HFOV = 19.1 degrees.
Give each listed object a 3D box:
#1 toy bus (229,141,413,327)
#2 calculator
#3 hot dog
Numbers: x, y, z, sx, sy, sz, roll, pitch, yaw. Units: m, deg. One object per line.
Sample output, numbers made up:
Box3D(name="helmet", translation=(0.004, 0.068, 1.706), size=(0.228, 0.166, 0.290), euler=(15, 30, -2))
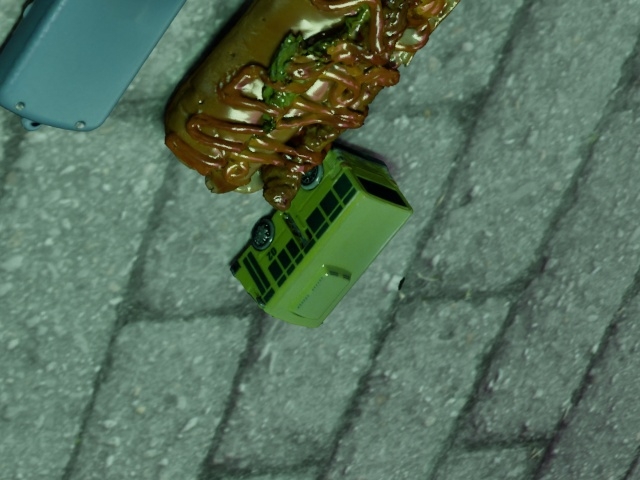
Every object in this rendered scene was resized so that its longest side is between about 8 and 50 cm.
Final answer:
Box3D(name="toy bus", translation=(0.000, 0.000, 1.846), size=(0.088, 0.101, 0.175), euler=(18, 119, -43))
Box3D(name="calculator", translation=(-0.195, -0.174, 1.597), size=(0.121, 0.039, 0.210), euler=(17, 119, -40))
Box3D(name="hot dog", translation=(0.009, -0.171, 1.677), size=(0.349, 0.117, 0.158), euler=(-47, 137, 14))
